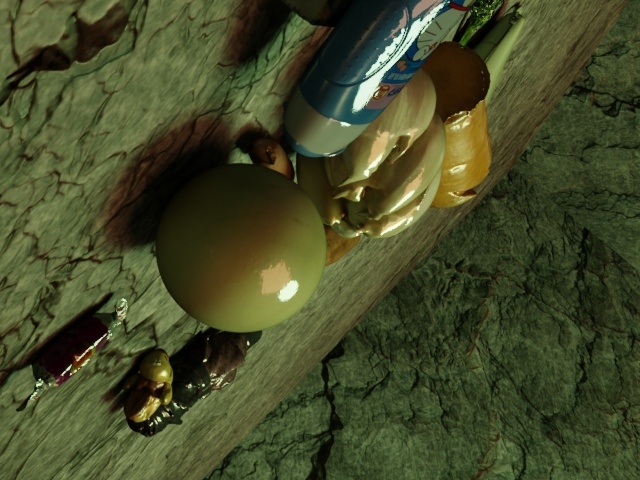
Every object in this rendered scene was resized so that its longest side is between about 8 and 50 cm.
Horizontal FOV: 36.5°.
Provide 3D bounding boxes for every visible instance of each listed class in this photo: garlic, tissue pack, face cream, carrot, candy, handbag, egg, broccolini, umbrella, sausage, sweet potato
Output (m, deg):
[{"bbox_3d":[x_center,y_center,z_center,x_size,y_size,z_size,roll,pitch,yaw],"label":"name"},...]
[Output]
[{"bbox_3d":[0.073,-0.100,1.217,0.281,0.184,0.203,128,-27,-56],"label":"garlic"},{"bbox_3d":[0.034,-0.262,0.948,0.109,0.060,0.148,-54,167,23],"label":"tissue pack"},{"bbox_3d":[0.052,-0.181,0.925,0.264,0.083,0.149,-49,166,32],"label":"face cream"},{"bbox_3d":[0.177,-0.177,1.516,0.196,0.196,0.254,-48,162,-7],"label":"carrot"},{"bbox_3d":[-0.279,0.123,1.088,0.175,0.043,0.045,-45,168,-37],"label":"candy"},{"bbox_3d":[0.307,-0.301,1.797,0.315,0.109,0.241,-50,170,-15],"label":"handbag"},{"bbox_3d":[-0.084,0.008,1.072,0.186,0.186,0.241,-50,171,4],"label":"egg"},{"bbox_3d":[0.244,-0.340,1.558,0.051,0.054,0.239,-60,177,-23],"label":"broccolini"},{"bbox_3d":[-0.198,0.218,1.600,0.090,0.094,0.326,-39,177,40],"label":"umbrella"},{"bbox_3d":[-0.059,-0.095,1.185,0.040,0.047,0.177,-12,172,4],"label":"sausage"},{"bbox_3d":[0.000,0.000,1.628,0.097,0.097,0.251,-54,170,25],"label":"sweet potato"}]

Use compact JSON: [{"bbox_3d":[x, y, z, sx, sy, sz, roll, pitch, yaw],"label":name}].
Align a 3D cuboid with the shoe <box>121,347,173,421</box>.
[{"bbox_3d":[-0.252,0.218,1.431,0.109,0.072,0.069,-49,174,0],"label":"shoe"}]
